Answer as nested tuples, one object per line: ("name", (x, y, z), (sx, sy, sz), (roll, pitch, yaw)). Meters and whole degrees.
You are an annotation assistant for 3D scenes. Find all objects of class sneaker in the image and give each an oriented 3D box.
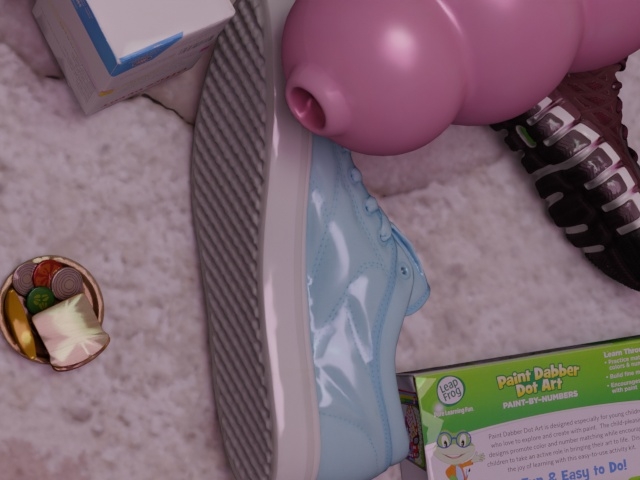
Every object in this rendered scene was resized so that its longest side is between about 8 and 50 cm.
("sneaker", (0.225, -0.106, 1.492), (0.162, 0.106, 0.281), (-43, 101, -21))
("sneaker", (0.000, 0.000, 1.391), (0.150, 0.135, 0.366), (-5, 97, -30))

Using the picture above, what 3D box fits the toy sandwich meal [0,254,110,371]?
("toy sandwich meal", (-0.186, 0.051, 1.357), (0.086, 0.029, 0.085), (1, 86, -22))

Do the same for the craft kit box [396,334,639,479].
("craft kit box", (0.187, 0.205, 1.484), (0.250, 0.061, 0.246), (-7, 92, -22))

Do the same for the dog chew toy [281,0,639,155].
("dog chew toy", (0.106, -0.174, 1.308), (0.332, 0.206, 0.206), (-37, 100, -28))

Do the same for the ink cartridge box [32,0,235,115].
("ink cartridge box", (-0.134, -0.155, 1.333), (0.092, 0.143, 0.090), (-26, 87, -22))
